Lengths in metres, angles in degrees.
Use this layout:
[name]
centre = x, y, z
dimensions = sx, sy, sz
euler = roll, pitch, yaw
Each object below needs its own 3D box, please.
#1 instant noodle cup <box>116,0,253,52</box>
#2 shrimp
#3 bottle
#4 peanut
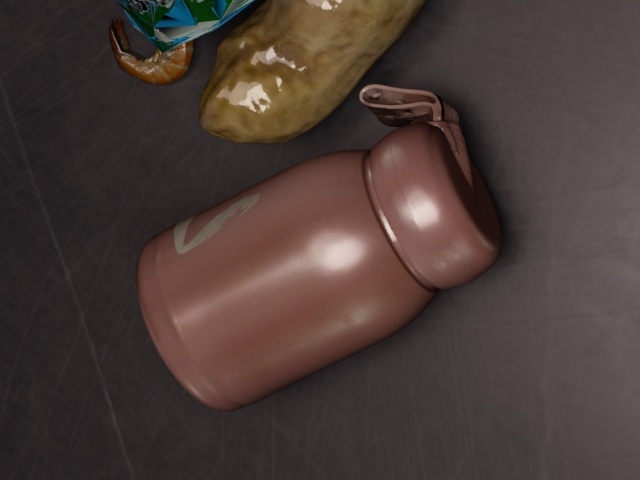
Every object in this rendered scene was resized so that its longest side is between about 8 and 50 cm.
[instant noodle cup]
centre = -0.146, -0.309, 1.408
dimensions = 0.240, 0.178, 0.240
euler = -19, 58, 33
[shrimp]
centre = -0.152, -0.209, 1.542
dimensions = 0.091, 0.025, 0.127
euler = 20, 102, 20
[bottle]
centre = 0.000, 0.000, 1.418
dimensions = 0.297, 0.173, 0.206
euler = -27, 64, 20
[peanut]
centre = -0.007, -0.183, 1.430
dimensions = 0.122, 0.137, 0.253
euler = 47, 108, 18
